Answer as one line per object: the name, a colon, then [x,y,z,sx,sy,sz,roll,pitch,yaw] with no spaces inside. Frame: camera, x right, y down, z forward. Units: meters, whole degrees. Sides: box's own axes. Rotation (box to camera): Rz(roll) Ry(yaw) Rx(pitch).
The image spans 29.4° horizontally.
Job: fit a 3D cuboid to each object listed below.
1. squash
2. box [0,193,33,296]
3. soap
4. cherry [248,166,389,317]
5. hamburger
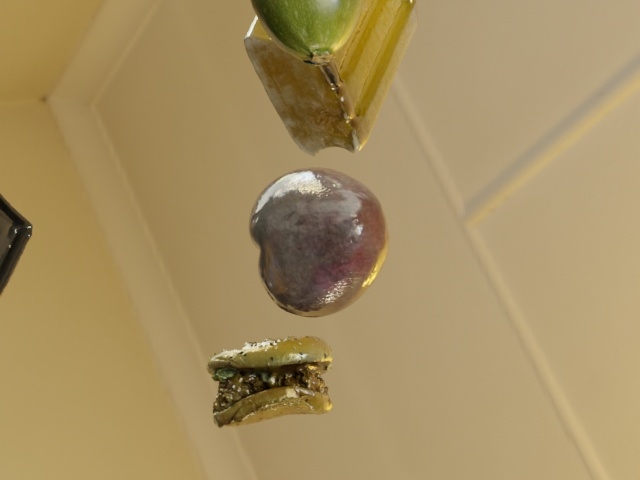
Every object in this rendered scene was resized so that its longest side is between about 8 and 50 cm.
squash: [-0.018,-0.277,0.873,0.094,0.095,0.340,-38,-133,50]
box: [-0.411,0.044,0.875,0.205,0.345,0.251,-3,-40,26]
soap: [0.020,-0.204,1.117,0.073,0.232,0.140,-4,-47,28]
cherry: [0.001,-0.004,1.374,0.176,0.140,0.176,-2,-94,38]
hamburger: [-0.075,0.189,1.652,0.186,0.177,0.113,-11,-94,41]
